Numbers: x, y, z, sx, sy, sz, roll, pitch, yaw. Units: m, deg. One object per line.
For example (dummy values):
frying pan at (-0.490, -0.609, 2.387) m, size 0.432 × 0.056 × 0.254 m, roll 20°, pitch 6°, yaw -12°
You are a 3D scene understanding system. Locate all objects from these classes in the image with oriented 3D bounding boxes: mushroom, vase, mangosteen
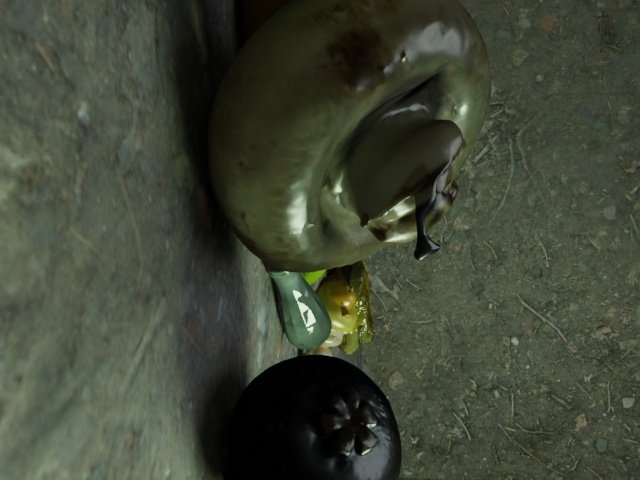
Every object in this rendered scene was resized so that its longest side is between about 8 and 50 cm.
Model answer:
mushroom at (0.058, -0.102, 0.604) m, size 0.294 × 0.362 × 0.362 m, roll 44°, pitch -19°, yaw 31°
vase at (-0.041, 0.095, 0.886) m, size 0.214 × 0.086 × 0.086 m, roll 73°, pitch 17°, yaw -48°
mangosteen at (-0.015, 0.251, 0.628) m, size 0.243 × 0.243 × 0.242 m, roll -1°, pitch 90°, yaw -82°

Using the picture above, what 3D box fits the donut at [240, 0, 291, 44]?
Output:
donut at (-0.020, -0.322, 0.825) m, size 0.317 × 0.150 × 0.299 m, roll 27°, pitch 62°, yaw -80°

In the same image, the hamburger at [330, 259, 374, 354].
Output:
hamburger at (0.091, 0.200, 1.627) m, size 0.265 × 0.134 × 0.284 m, roll -66°, pitch 147°, yaw -66°

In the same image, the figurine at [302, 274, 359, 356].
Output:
figurine at (0.010, 0.196, 1.123) m, size 0.156 × 0.131 × 0.246 m, roll 21°, pitch 80°, yaw -39°

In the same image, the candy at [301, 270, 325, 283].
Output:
candy at (-0.022, 0.017, 0.989) m, size 0.209 × 0.097 × 0.096 m, roll 91°, pitch 3°, yaw -55°
